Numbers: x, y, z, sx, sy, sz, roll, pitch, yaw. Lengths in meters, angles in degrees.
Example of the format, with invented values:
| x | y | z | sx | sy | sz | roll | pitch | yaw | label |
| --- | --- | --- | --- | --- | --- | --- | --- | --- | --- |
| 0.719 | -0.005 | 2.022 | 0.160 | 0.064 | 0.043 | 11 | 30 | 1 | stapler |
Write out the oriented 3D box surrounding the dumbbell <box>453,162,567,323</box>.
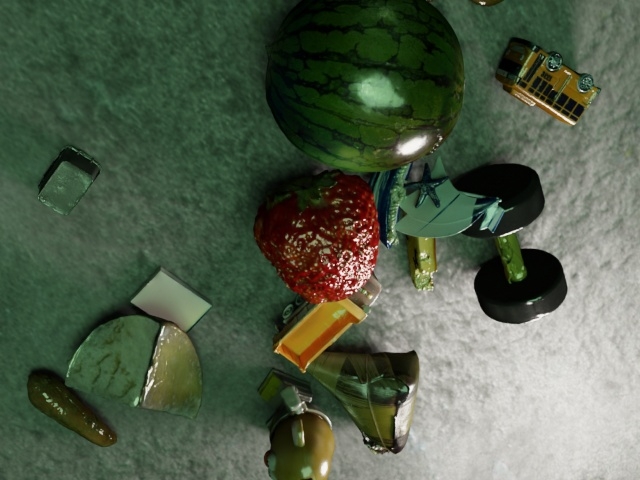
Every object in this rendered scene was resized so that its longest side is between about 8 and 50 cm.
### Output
| x | y | z | sx | sy | sz | roll | pitch | yaw | label |
| --- | --- | --- | --- | --- | --- | --- | --- | --- | --- |
| 0.419 | 0.008 | 1.462 | 0.203 | 0.204 | 0.322 | -25 | 119 | -1 | dumbbell |

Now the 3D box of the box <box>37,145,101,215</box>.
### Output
| x | y | z | sx | sy | sz | roll | pitch | yaw | label |
| --- | --- | --- | --- | --- | --- | --- | --- | --- | --- |
| -0.487 | -0.111 | 1.259 | 0.084 | 0.069 | 0.122 | 34 | 104 | -24 | box |

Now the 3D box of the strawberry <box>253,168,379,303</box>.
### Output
| x | y | z | sx | sy | sz | roll | pitch | yaw | label |
| --- | --- | --- | --- | --- | --- | --- | --- | --- | --- |
| 0.000 | 0.000 | 1.326 | 0.257 | 0.257 | 0.277 | -17 | 104 | -5 | strawberry |

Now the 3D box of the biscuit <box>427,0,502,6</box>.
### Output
| x | y | z | sx | sy | sz | roll | pitch | yaw | label |
| --- | --- | --- | --- | --- | --- | --- | --- | --- | --- |
| 0.258 | -0.652 | 1.180 | 0.283 | 0.064 | 0.432 | -3 | 116 | -12 | biscuit |

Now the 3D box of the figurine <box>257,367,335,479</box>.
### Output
| x | y | z | sx | sy | sz | roll | pitch | yaw | label |
| --- | --- | --- | --- | --- | --- | --- | --- | --- | --- |
| -0.053 | 0.460 | 1.520 | 0.167 | 0.285 | 0.342 | -32 | 120 | 1 | figurine |

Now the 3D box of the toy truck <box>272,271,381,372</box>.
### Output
| x | y | z | sx | sy | sz | roll | pitch | yaw | label |
| --- | --- | --- | --- | --- | --- | --- | --- | --- | --- |
| 0.012 | 0.158 | 1.473 | 0.270 | 0.135 | 0.114 | -45 | 116 | 10 | toy truck |

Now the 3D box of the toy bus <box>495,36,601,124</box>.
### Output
| x | y | z | sx | sy | sz | roll | pitch | yaw | label |
| --- | --- | --- | --- | --- | --- | --- | --- | --- | --- |
| 0.468 | -0.332 | 1.369 | 0.201 | 0.098 | 0.114 | 24 | 108 | -24 | toy bus |

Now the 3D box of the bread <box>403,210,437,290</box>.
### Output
| x | y | z | sx | sy | sz | roll | pitch | yaw | label |
| --- | --- | --- | --- | --- | --- | --- | --- | --- | --- |
| 0.229 | 0.019 | 1.487 | 0.049 | 0.088 | 0.226 | -14 | 116 | -9 | bread |

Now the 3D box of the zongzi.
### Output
| x | y | z | sx | sy | sz | roll | pitch | yaw | label |
| --- | --- | --- | --- | --- | --- | --- | --- | --- | --- |
| 0.074 | 0.394 | 1.620 | 0.317 | 0.154 | 0.289 | 8 | 119 | 5 | zongzi |

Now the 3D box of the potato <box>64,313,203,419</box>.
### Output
| x | y | z | sx | sy | sz | roll | pitch | yaw | label |
| --- | --- | --- | --- | --- | --- | --- | --- | --- | --- |
| -0.387 | 0.274 | 1.462 | 0.264 | 0.211 | 0.189 | 44 | 58 | -59 | potato |

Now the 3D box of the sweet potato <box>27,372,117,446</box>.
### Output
| x | y | z | sx | sy | sz | roll | pitch | yaw | label |
| --- | --- | --- | --- | --- | --- | --- | --- | --- | --- |
| -0.557 | 0.395 | 1.486 | 0.075 | 0.075 | 0.273 | -36 | 119 | 5 | sweet potato |

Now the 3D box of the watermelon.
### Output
| x | y | z | sx | sy | sz | roll | pitch | yaw | label |
| --- | --- | --- | --- | --- | --- | --- | --- | --- | --- |
| 0.076 | -0.289 | 1.164 | 0.363 | 0.363 | 0.363 | -5 | 116 | -11 | watermelon |

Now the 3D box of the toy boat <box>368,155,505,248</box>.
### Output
| x | y | z | sx | sy | sz | roll | pitch | yaw | label |
| --- | --- | --- | --- | --- | --- | --- | --- | --- | --- |
| 0.224 | -0.101 | 1.356 | 0.291 | 0.070 | 0.210 | -11 | 85 | 27 | toy boat |

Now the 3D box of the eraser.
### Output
| x | y | z | sx | sy | sz | roll | pitch | yaw | label |
| --- | --- | --- | --- | --- | --- | --- | --- | --- | --- |
| -0.328 | 0.137 | 1.444 | 0.104 | 0.023 | 0.150 | -45 | 117 | 10 | eraser |
